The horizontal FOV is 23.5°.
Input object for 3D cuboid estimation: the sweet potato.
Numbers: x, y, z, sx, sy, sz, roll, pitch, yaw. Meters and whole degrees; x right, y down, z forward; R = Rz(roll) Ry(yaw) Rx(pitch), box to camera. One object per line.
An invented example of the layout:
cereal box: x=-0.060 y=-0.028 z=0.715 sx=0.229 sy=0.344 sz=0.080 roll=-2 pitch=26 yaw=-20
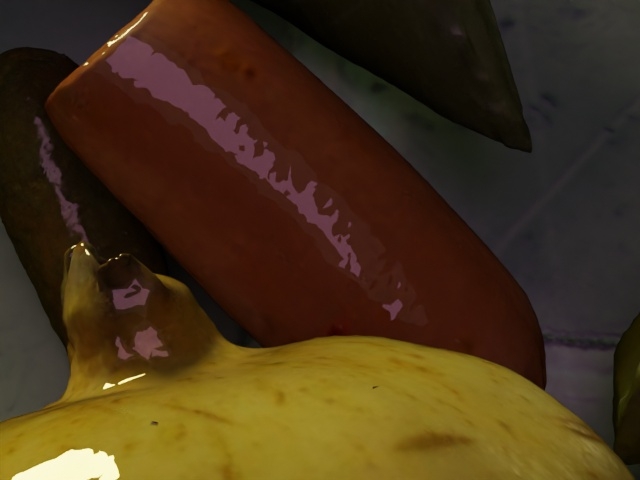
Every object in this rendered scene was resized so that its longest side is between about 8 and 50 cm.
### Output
sweet potato: x=-0.101 y=0.029 z=0.722 sx=0.075 sy=0.075 sz=0.273 roll=-19 pitch=78 yaw=-8

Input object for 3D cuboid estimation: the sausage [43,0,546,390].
sausage: x=0.000 y=0.000 z=0.692 sx=0.259 sy=0.113 sz=0.113 roll=44 pitch=75 yaw=-5

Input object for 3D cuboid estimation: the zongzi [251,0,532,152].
zongzi: x=-0.114 y=-0.184 z=0.747 sx=0.356 sy=0.174 sz=0.392 roll=-16 pitch=81 yaw=-1

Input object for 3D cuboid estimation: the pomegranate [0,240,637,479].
pomegranate: x=-0.026 y=0.162 z=0.542 sx=0.343 sy=0.342 sz=0.342 roll=1 pitch=71 yaw=-2

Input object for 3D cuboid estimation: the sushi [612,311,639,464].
sushi: x=0.287 y=0.078 z=0.589 sx=0.285 sy=0.328 sz=0.327 roll=-4 pitch=76 yaw=-9
